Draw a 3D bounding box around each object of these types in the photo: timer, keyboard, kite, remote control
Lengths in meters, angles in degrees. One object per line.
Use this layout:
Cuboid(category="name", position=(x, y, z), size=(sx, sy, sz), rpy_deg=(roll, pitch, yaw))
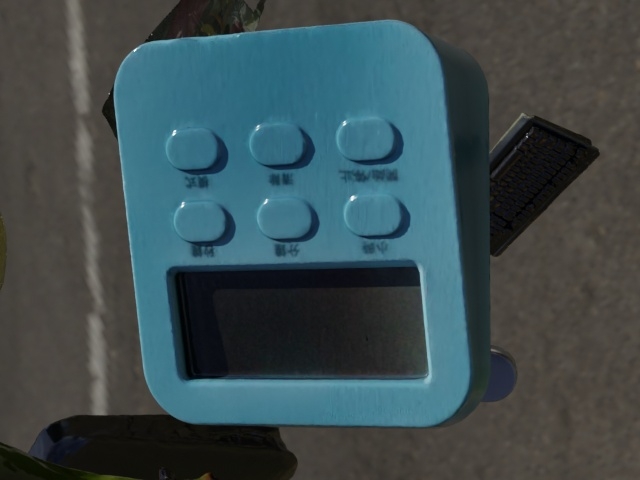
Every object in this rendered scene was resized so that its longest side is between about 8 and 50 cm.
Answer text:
Cuboid(category="timer", position=(-0.013, -0.004, 1.023), size=(0.231, 0.091, 0.250), rpy_deg=(-3, 88, 22))
Cuboid(category="keyboard", position=(0.201, -0.052, 1.700), size=(0.093, 0.025, 0.230), rpy_deg=(24, 145, -9))
Cuboid(category="kite", position=(-0.083, -0.210, 1.426), size=(0.022, 0.360, 0.204), rpy_deg=(17, 167, 24))
Cuboid(category="remote control", position=(0.128, 0.159, 2.064), size=(0.022, 0.245, 0.077), rpy_deg=(-72, -12, -68))

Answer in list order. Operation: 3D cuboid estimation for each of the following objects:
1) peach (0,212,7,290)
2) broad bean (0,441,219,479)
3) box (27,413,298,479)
Cuboid(category="peach", position=(-0.511, 0.048, 1.827), size=(0.314, 0.281, 0.316), rpy_deg=(-49, 36, 26))
Cuboid(category="broad bean", position=(-0.151, 0.099, 0.677), size=(0.067, 0.325, 0.075), rpy_deg=(16, 84, 43))
Cuboid(category="box", position=(-0.244, 0.346, 2.080), size=(0.350, 0.359, 0.091), rpy_deg=(-56, 44, 33))
